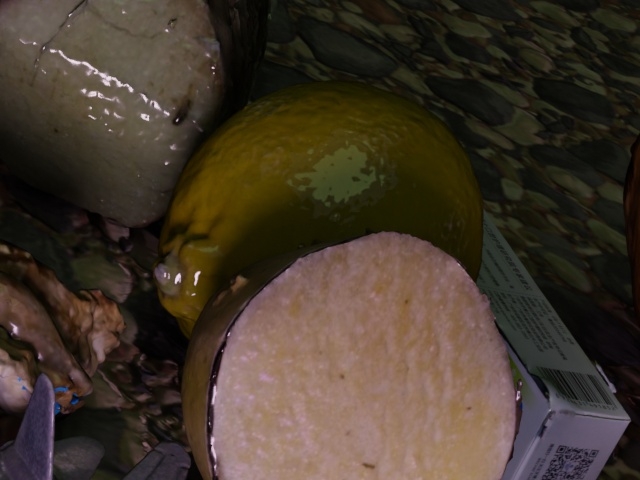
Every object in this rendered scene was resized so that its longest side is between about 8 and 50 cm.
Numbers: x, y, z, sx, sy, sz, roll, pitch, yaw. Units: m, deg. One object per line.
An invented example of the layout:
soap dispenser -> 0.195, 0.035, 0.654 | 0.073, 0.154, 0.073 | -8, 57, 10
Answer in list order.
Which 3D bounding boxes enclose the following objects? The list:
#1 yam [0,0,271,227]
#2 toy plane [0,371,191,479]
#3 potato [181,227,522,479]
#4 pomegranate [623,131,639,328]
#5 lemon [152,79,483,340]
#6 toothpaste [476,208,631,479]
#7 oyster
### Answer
yam -> -0.137, -0.142, 1.293 | 0.202, 0.201, 0.271 | 20, 33, -5
toy plane -> -0.113, 0.179, 0.844 | 0.212, 0.088, 0.267 | 1, 43, -36
potato -> -0.002, 0.090, 1.012 | 0.182, 0.202, 0.117 | -30, 22, -26
pomegranate -> 0.340, 0.001, 1.288 | 0.322, 0.322, 0.322 | 19, 27, -10
lemon -> 0.000, 0.000, 1.141 | 0.184, 0.184, 0.248 | 36, 35, 22
toothpaste -> 0.091, 0.036, 1.258 | 0.067, 0.081, 0.336 | 10, 30, -28
oyster -> -0.206, 0.019, 0.966 | 0.214, 0.083, 0.223 | 26, -6, -3
